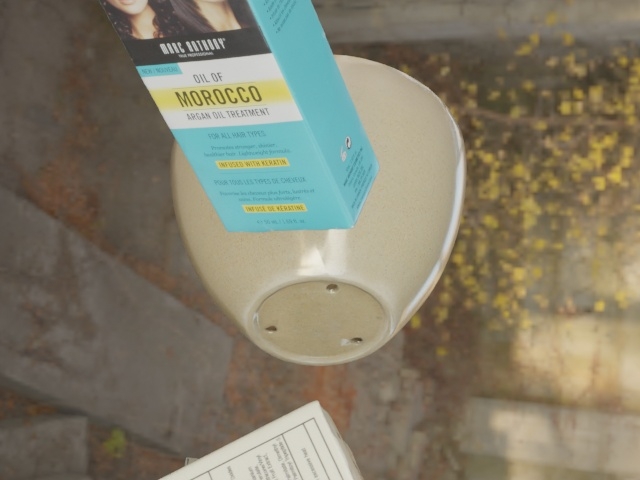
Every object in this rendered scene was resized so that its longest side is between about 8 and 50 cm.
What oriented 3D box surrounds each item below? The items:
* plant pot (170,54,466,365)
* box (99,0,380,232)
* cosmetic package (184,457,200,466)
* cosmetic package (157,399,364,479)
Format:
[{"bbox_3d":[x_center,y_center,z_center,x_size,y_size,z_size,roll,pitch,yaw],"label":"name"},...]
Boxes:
[{"bbox_3d":[0.000,0.000,1.122,0.284,0.284,0.191,62,19,-46],"label":"plant pot"},{"bbox_3d":[-0.053,-0.111,0.745,0.244,0.100,0.060,63,37,-39],"label":"box"},{"bbox_3d":[-0.152,0.327,1.494,0.060,0.041,0.115,-172,-89,-85],"label":"cosmetic package"},{"bbox_3d":[-0.091,0.261,0.900,0.129,0.296,0.153,66,-1,-62],"label":"cosmetic package"}]
